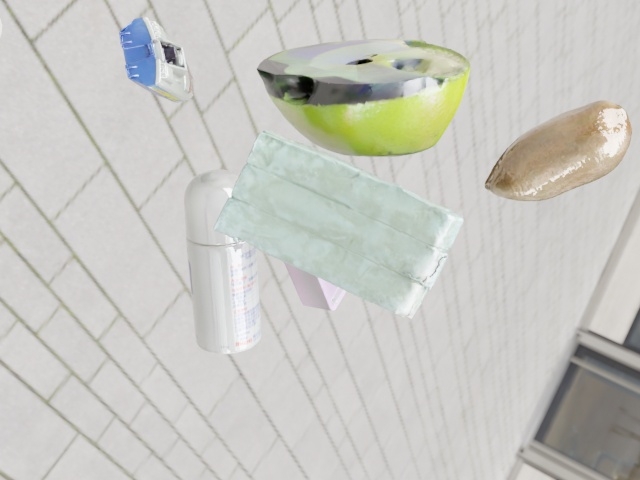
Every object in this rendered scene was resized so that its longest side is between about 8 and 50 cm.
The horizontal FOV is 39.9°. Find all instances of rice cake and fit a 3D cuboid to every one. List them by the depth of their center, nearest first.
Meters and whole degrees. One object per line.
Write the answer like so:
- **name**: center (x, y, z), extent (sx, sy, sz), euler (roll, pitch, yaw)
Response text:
- **rice cake**: center (0.016, -0.015, 0.821), extent (0.124, 0.211, 0.038), euler (-63, 168, 13)

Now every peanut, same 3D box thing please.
- **peanut**: center (0.231, -0.084, 0.865), extent (0.152, 0.076, 0.076), euler (-27, 163, 20)

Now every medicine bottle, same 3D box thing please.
- **medicine bottle**: center (-0.183, 0.034, 1.648), extent (0.130, 0.130, 0.341), euler (-30, 126, -49)

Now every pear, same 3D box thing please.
- **pear**: center (0.089, -0.261, 1.669), extent (0.399, 0.399, 0.165), euler (-32, 127, -48)

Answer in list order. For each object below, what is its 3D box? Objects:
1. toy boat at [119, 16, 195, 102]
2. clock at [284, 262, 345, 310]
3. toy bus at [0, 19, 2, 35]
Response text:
- **toy boat**: center (-0.290, -0.333, 1.693), extent (0.295, 0.088, 0.129), euler (8, 70, -82)
- **clock**: center (0.000, 0.000, 1.483), extent (0.150, 0.063, 0.197), euler (-57, 139, -37)
- **toy bus**: center (-0.493, -0.249, 1.043), extent (0.202, 0.142, 0.142), euler (13, 96, -74)
